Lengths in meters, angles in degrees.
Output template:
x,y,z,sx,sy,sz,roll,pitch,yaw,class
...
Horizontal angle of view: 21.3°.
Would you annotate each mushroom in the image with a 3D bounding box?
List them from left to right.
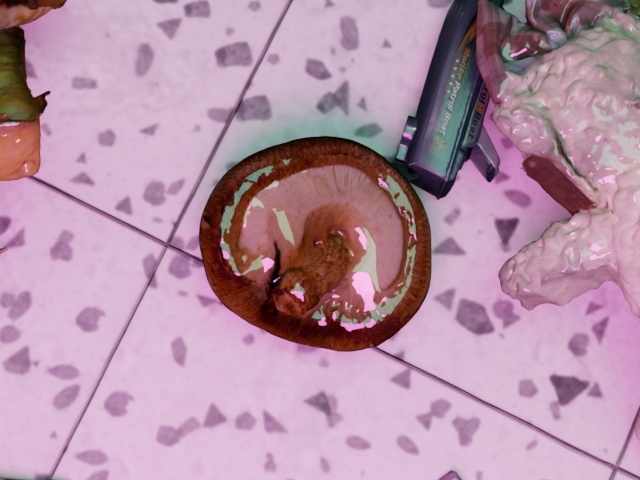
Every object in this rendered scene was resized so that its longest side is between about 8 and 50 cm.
x,y,z,sx,sy,sz,roll,pitch,yaw,class
-0.006,0.004,1.630,0.231,0.138,0.194,29,64,-14,mushroom

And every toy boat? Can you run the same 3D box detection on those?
x,y,z,sx,sy,sz,roll,pitch,yaw,class
0.150,-0.155,1.692,0.103,0.093,0.246,18,79,2,toy boat

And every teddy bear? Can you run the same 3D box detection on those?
x,y,z,sx,sy,sz,roll,pitch,yaw,class
0.305,-0.029,1.668,0.327,0.375,0.362,-32,50,-16,teddy bear

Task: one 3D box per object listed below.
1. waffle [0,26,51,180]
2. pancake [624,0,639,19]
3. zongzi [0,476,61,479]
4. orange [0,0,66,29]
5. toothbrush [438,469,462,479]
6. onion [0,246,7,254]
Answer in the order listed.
x,y,z,sx,sy,sz,roll,pitch,yaw,class
-0.393,-0.114,1.492,0.304,0.348,0.077,-7,111,-10,waffle
0.424,-0.273,1.767,0.382,0.071,0.382,2,80,-9,pancake
-0.292,0.273,1.574,0.119,0.055,0.109,7,81,-19,zongzi
-0.393,-0.343,1.567,0.210,0.271,0.369,-23,81,28,orange
0.001,0.337,1.617,0.354,0.029,0.024,-37,101,-13,toothbrush
-0.383,-0.007,1.559,0.177,0.153,0.177,1,76,-3,onion
